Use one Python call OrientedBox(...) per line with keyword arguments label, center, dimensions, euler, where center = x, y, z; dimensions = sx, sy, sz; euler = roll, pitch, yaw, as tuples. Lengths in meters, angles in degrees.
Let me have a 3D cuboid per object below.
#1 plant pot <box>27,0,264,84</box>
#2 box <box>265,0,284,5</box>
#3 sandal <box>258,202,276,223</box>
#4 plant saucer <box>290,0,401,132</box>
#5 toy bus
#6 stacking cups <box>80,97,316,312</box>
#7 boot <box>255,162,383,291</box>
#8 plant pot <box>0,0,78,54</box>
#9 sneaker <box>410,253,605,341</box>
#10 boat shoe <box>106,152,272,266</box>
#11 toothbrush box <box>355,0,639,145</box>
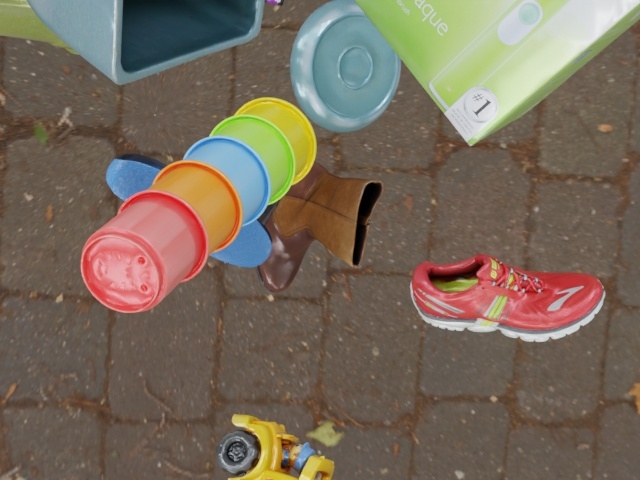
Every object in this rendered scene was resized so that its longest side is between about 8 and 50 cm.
OrientedBox(label="plant pot", center=(-0.228, -0.366, 0.918), dimensions=(0.248, 0.252, 0.247), euler=(-34, 145, -44))
OrientedBox(label="box", center=(-0.138, -0.423, 1.243), dimensions=(0.162, 0.116, 0.029), euler=(10, 132, -17))
OrientedBox(label="sandal", center=(-0.125, -0.054, 1.910), dimensions=(0.097, 0.254, 0.054), euler=(-6, 75, 15))
OrientedBox(label="plant saucer", center=(0.075, -0.415, 1.895), dimensions=(0.318, 0.044, 0.317), euler=(-9, 108, -30))
OrientedBox(label="toy bus", center=(-0.041, 0.371, 1.159), dimensions=(0.212, 0.149, 0.220), euler=(-5, 65, 16))
OrientedBox(label="stacking cups", center=(-0.097, -0.038, 0.661), dimensions=(0.096, 0.316, 0.096), euler=(8, 115, 17))
OrientedBox(label="boot", center=(0.000, 0.000, 1.395), dimensions=(0.096, 0.280, 0.264), euler=(17, 95, -35))
OrientedBox(label="plant pot", center=(-0.567, -0.482, 1.459), dimensions=(0.254, 0.276, 0.276), euler=(-12, 103, -41))
OrientedBox(label="sneaker", center=(0.264, 0.073, 1.148), dimensions=(0.279, 0.107, 0.118), euler=(-3, 133, 20))
OrientedBox(label="boat shoe", center=(-0.178, -0.058, 1.146), dimensions=(0.258, 0.089, 0.109), euler=(37, 102, -19))
OrientedBox(label="toothbrush box", center=(0.182, -0.251, 0.662), dimensions=(0.206, 0.122, 0.283), euler=(54, 131, 5))
